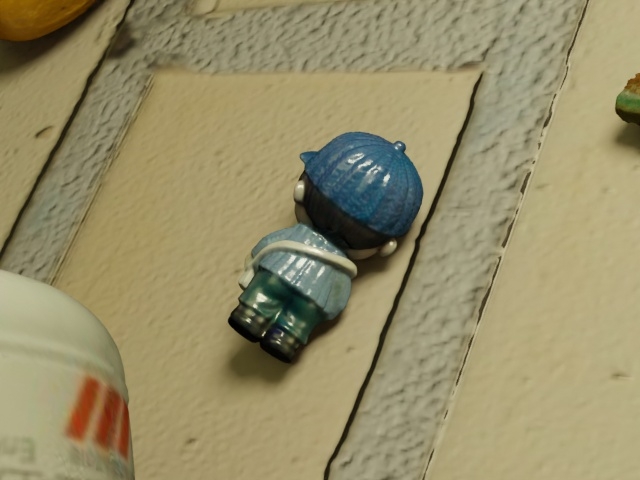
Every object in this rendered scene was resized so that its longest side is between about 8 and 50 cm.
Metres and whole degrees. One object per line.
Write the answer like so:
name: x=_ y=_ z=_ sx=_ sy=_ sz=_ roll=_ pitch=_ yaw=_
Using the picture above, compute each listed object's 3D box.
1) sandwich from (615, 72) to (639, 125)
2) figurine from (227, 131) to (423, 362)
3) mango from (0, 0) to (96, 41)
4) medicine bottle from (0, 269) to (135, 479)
sandwich: x=0.224 y=-0.096 z=0.780 sx=0.135 sy=0.029 sz=0.067 roll=-41 pitch=45 yaw=0
figurine: x=0.000 y=-0.002 z=0.831 sx=0.077 sy=0.079 sz=0.136 roll=33 pitch=70 yaw=3
mango: x=-0.190 y=-0.280 z=1.145 sx=0.177 sy=0.120 sz=0.295 roll=5 pitch=59 yaw=46
medicine bottle: x=-0.204 y=0.193 z=0.663 sx=0.256 sy=0.256 sz=0.325 roll=-17 pitch=65 yaw=23
